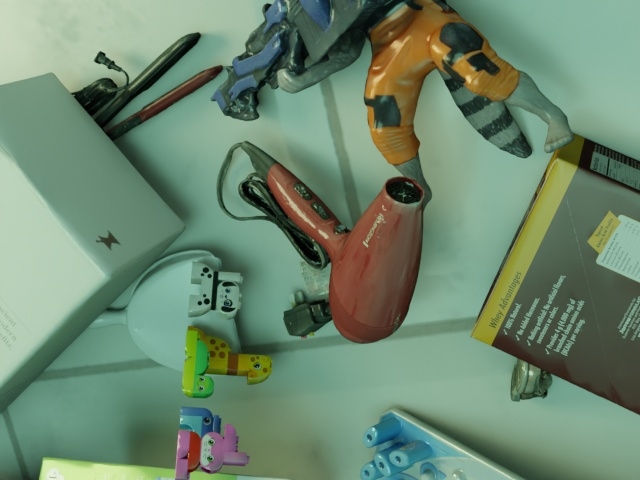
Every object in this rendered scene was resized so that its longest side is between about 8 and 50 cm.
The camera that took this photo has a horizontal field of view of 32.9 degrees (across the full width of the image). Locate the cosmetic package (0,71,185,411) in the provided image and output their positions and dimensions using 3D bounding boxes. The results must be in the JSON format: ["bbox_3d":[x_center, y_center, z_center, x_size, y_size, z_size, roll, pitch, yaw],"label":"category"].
[{"bbox_3d":[-0.386,0.057,1.177,0.453,0.161,0.230,-41,89,29],"label":"cosmetic package"}]

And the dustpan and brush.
[{"bbox_3d":[-0.191,0.086,1.213,0.211,0.060,0.147,-8,106,12],"label":"dustpan and brush"}]

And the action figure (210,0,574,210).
[{"bbox_3d":[0.049,-0.183,1.028,0.341,0.178,0.330,-28,91,52],"label":"action figure"}]

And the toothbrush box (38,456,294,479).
[{"bbox_3d":[-0.139,0.318,1.166,0.283,0.206,0.122,0,69,16],"label":"toothbrush box"}]

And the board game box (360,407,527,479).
[{"bbox_3d":[0.168,0.424,1.107,0.390,0.050,0.389,25,115,38],"label":"board game box"}]

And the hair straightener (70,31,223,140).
[{"bbox_3d":[-0.214,-0.159,1.150,0.230,0.047,0.089,-29,96,27],"label":"hair straightener"}]

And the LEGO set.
[{"bbox_3d":[-0.096,0.144,1.122,0.093,0.087,0.227,4,66,-6],"label":"LEGO set"}]

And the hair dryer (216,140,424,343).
[{"bbox_3d":[0.000,0.000,1.038,0.293,0.080,0.223,-14,109,52],"label":"hair dryer"}]

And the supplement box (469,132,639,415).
[{"bbox_3d":[0.272,0.031,1.005,0.194,0.129,0.191,25,112,8],"label":"supplement box"}]

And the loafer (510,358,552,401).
[{"bbox_3d":[0.212,0.135,1.071,0.039,0.125,0.045,5,73,6],"label":"loafer"}]
